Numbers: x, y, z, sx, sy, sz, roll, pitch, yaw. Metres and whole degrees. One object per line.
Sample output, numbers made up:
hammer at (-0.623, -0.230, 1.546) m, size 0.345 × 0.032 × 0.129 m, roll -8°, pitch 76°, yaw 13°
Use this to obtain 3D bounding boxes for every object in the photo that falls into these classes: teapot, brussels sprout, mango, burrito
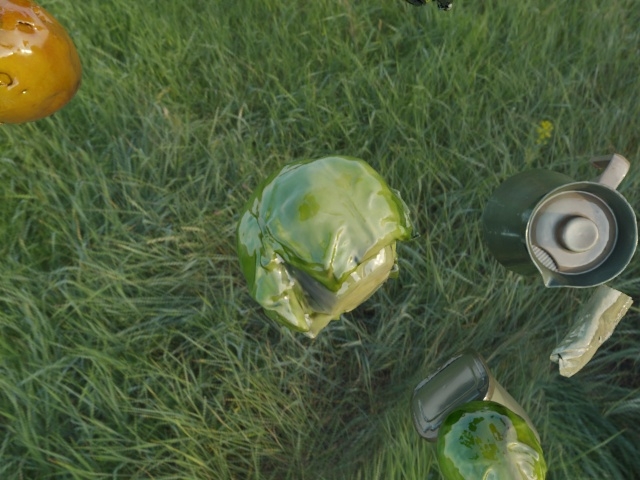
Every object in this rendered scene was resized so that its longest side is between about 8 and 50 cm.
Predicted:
teapot at (0.507, -0.045, 1.173) m, size 0.253 × 0.344 × 0.300 m, roll 32°, pitch 99°, yaw 1°
brussels sprout at (0.257, 0.330, 0.842) m, size 0.144 × 0.161 × 0.180 m, roll -45°, pitch 13°, yaw 20°
mango at (-0.381, -0.220, 0.699) m, size 0.249 × 0.151 × 0.156 m, roll 18°, pitch 88°, yaw 61°
brussels sprout at (-0.007, -0.012, 1.334) m, size 0.425 × 0.342 × 0.361 m, roll -46°, pitch 69°, yaw 16°
burrito at (0.527, 0.168, 1.081) m, size 0.226 × 0.087 × 0.060 m, roll -45°, pitch 23°, yaw -18°

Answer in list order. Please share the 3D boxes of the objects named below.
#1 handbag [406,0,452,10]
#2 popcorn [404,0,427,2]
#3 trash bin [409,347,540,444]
handbag at (0.086, -0.284, 0.479) m, size 0.113 × 0.162 × 0.260 m, roll -32°, pitch 7°, yaw 20°
popcorn at (0.118, -0.544, 0.913) m, size 0.286 × 0.225 × 0.173 m, roll 24°, pitch 44°, yaw -15°
trash bin at (0.377, 0.423, 1.345) m, size 0.220 × 0.250 × 0.219 m, roll -42°, pitch 21°, yaw 15°
